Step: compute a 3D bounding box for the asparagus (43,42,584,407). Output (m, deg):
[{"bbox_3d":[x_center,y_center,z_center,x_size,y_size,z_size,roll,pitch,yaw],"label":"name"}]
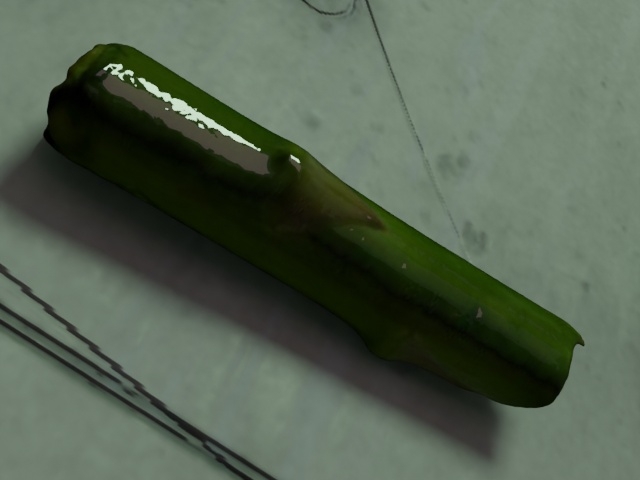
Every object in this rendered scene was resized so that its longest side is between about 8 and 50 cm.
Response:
[{"bbox_3d":[0.001,-0.001,0.470,0.277,0.067,0.060,33,24,-14],"label":"asparagus"}]
